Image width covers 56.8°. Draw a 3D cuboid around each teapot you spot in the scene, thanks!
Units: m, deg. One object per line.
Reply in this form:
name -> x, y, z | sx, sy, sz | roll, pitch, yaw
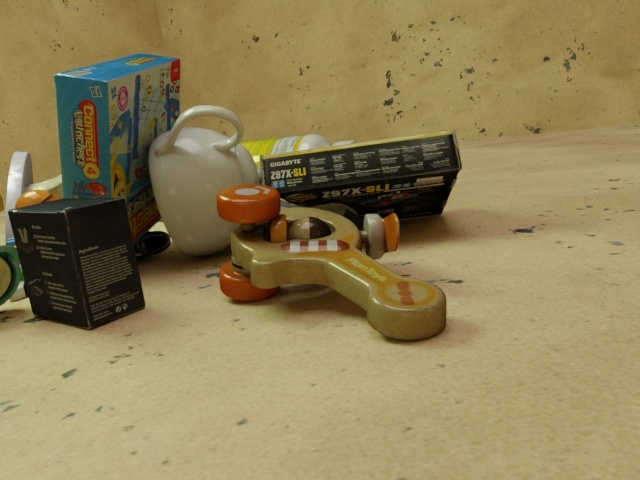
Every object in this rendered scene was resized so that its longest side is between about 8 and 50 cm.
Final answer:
teapot -> -0.186, -0.102, 1.071 | 0.187, 0.252, 0.256 | -15, 7, 1

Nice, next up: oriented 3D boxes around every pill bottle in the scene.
pill bottle -> -0.072, -0.137, 1.320 | 0.334, 0.187, 0.188 | -2, 14, 24

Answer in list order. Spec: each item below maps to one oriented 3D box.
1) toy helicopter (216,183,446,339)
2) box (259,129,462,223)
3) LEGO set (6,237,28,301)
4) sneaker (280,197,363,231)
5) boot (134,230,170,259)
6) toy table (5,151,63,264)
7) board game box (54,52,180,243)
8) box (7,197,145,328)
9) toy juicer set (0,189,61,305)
toy helicopter -> 0.032, 0.026, 0.731 | 0.235, 0.140, 0.355 | -11, 24, -30
box -> 0.072, -0.096, 1.071 | 0.322, 0.079, 0.257 | -7, -16, 3
LEGO set -> -0.505, 0.032, 1.058 | 0.093, 0.086, 0.227 | -13, 15, -21
sneaker -> 0.000, 0.000, 0.961 | 0.229, 0.086, 0.132 | 3, 32, -37
boot -> -0.372, 0.013, 1.097 | 0.086, 0.069, 0.190 | -6, 11, 33
toy table -> -0.568, -0.068, 1.263 | 0.161, 0.274, 0.252 | -1, -24, -20
board game box -> -0.347, -0.163, 1.065 | 0.086, 0.301, 0.308 | 9, 25, 5
box -> -0.335, 0.025, 0.815 | 0.156, 0.158, 0.093 | 3, 17, 39
toy juicer set -> -0.507, 0.026, 0.836 | 0.329, 0.209, 0.089 | -17, 44, -31
